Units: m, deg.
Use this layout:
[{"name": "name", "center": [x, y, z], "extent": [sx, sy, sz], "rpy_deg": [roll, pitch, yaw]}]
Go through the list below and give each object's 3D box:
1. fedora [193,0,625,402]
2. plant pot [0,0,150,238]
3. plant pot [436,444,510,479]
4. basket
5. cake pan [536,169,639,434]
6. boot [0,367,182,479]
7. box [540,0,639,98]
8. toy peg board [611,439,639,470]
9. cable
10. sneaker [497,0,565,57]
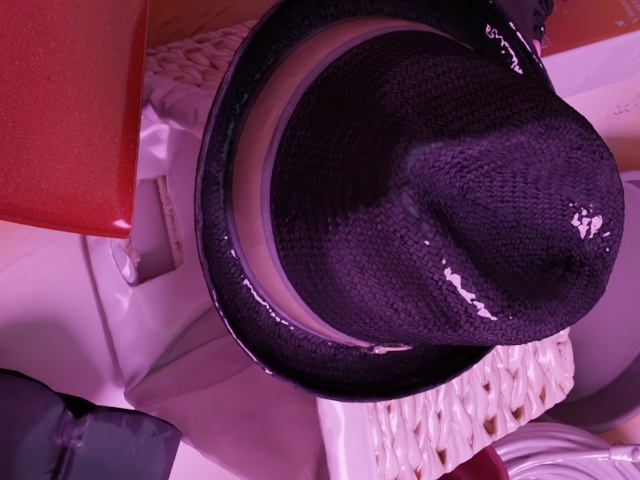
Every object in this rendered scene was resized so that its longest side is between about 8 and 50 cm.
[{"name": "fedora", "center": [0.086, -0.027, 1.009], "extent": [0.334, 0.152, 0.334], "rpy_deg": [-11, 107, -40]}, {"name": "plant pot", "center": [-0.267, -0.161, 1.073], "extent": [0.235, 0.267, 0.267], "rpy_deg": [-1, 106, -22]}, {"name": "plant pot", "center": [0.061, 0.279, 1.494], "extent": [0.201, 0.201, 0.180], "rpy_deg": [-7, 125, -34]}, {"name": "basket", "center": [0.000, 0.000, 1.258], "extent": [0.266, 0.331, 0.328], "rpy_deg": [-23, 117, -29]}, {"name": "cake pan", "center": [0.296, 0.062, 1.661], "extent": [0.293, 0.054, 0.293], "rpy_deg": [-12, 112, -32]}, {"name": "boot", "center": [-0.334, 0.303, 1.207], "extent": [0.367, 0.146, 0.445], "rpy_deg": [22, 82, -26]}, {"name": "box", "center": [0.215, -0.207, 1.449], "extent": [0.170, 0.130, 0.091], "rpy_deg": [-19, 158, -30]}, {"name": "toy peg board", "center": [0.289, 0.298, 1.736], "extent": [0.161, 0.079, 0.160], "rpy_deg": [-55, 143, -5]}, {"name": "cable", "center": [0.224, 0.312, 1.599], "extent": [0.257, 0.089, 0.257], "rpy_deg": [10, 94, 6]}, {"name": "sneaker", "center": [0.182, -0.205, 1.313], "extent": [0.146, 0.296, 0.104], "rpy_deg": [-7, 150, -6]}]
